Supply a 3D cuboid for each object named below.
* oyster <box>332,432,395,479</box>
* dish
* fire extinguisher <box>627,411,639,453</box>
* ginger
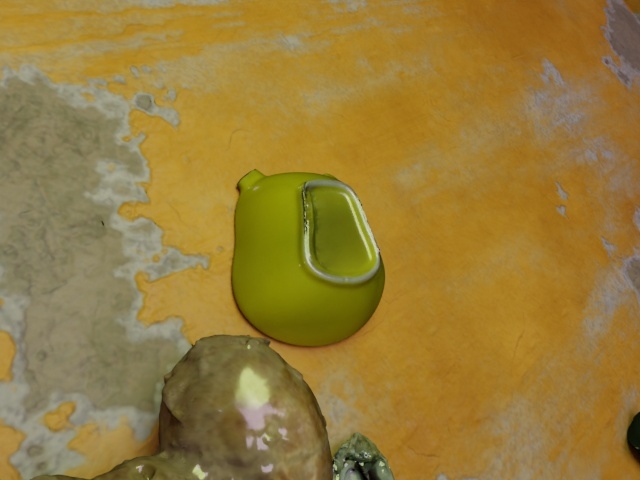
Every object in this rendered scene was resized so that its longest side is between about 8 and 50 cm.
[{"bbox_3d":[0.040,0.359,0.517,0.199,0.087,0.252,-30,65,-17],"label":"oyster"},{"bbox_3d":[0.000,0.000,0.658,0.221,0.108,0.262,2,66,-30],"label":"dish"},{"bbox_3d":[0.658,0.427,0.835,0.311,0.095,0.114,44,91,-2],"label":"fire extinguisher"},{"bbox_3d":[-0.120,0.238,0.438,0.304,0.155,0.244,-31,100,-42],"label":"ginger"}]
